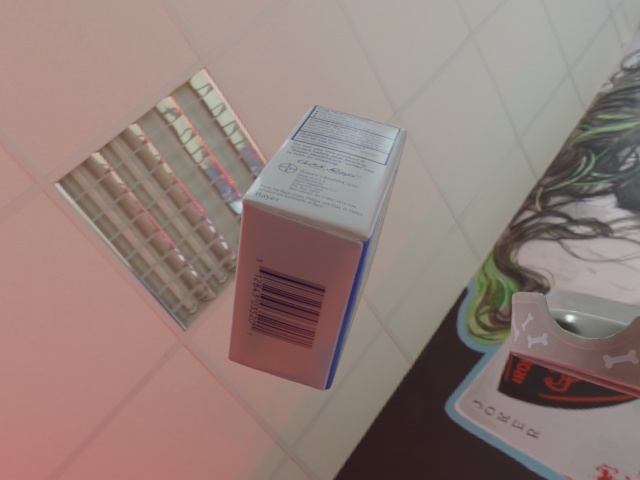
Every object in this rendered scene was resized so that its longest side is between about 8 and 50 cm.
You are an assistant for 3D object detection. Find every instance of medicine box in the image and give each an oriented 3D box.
[{"bbox_3d":[0.000,0.000,0.791,0.289,0.149,0.263,-63,-12,-52],"label":"medicine box"}]

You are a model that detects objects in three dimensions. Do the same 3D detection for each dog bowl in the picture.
[{"bbox_3d":[0.475,0.185,0.938,0.349,0.349,0.102,25,-99,-36],"label":"dog bowl"}]
